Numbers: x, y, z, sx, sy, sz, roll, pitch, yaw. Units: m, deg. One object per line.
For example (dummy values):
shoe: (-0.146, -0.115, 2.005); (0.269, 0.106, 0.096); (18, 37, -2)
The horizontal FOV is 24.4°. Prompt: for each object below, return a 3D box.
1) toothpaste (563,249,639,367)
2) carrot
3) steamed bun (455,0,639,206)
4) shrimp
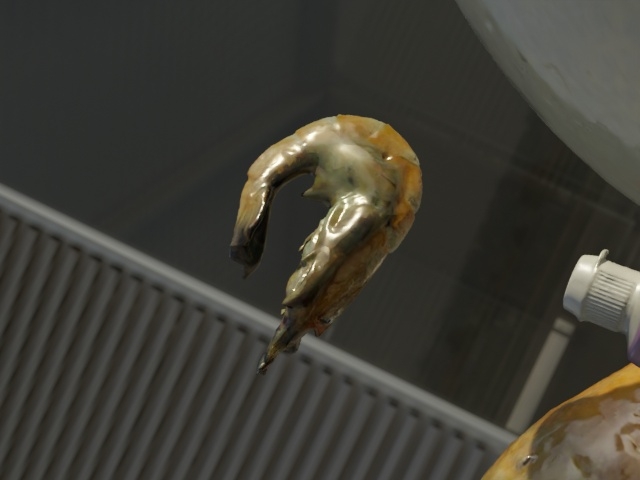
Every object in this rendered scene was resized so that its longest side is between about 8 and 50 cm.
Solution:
toothpaste: (0.251, 0.068, 0.645); (0.048, 0.301, 0.075); (-55, -24, -36)
carrot: (0.290, 0.203, 1.213); (0.340, 0.224, 0.224); (-35, -11, -5)
steamed bun: (0.143, -0.127, 0.307); (0.206, 0.324, 0.324); (-22, -35, -37)
shrimp: (-0.012, -0.012, 1.284); (0.254, 0.145, 0.059); (-49, -2, -19)
